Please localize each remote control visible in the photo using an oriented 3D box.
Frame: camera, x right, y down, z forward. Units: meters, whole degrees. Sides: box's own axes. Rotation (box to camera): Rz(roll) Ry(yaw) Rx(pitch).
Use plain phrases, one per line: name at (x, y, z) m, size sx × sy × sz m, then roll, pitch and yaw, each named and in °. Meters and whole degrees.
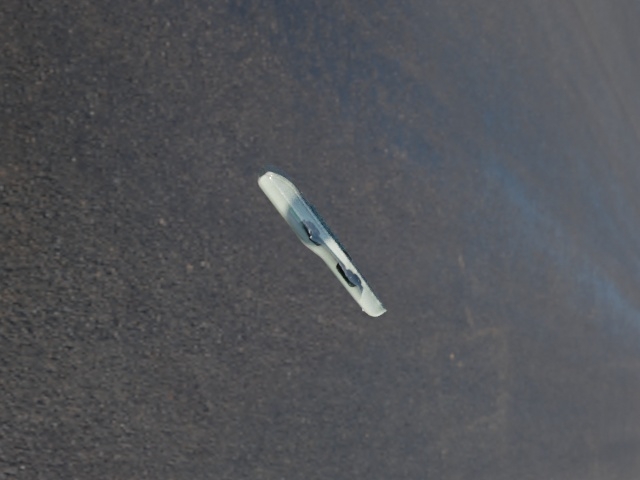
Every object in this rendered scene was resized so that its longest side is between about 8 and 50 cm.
remote control at (0.000, 0.000, 0.831) m, size 0.166 × 0.029 × 0.065 m, roll 53°, pitch 2°, yaw -12°
